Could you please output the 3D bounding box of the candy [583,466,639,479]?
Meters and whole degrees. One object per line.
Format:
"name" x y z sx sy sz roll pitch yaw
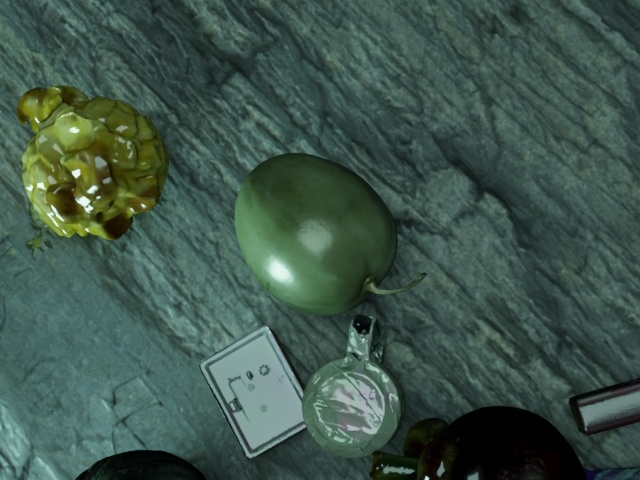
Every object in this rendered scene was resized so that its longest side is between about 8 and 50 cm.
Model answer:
"candy" 0.531 0.429 1.708 0.275 0.070 0.145 -9 71 9

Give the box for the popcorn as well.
"popcorn" -0.417 -0.141 1.861 0.332 0.225 0.265 37 106 21

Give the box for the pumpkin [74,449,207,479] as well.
"pumpkin" -0.300 0.500 1.695 0.323 0.241 0.323 -30 44 35

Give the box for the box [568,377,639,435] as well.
"box" 0.527 0.259 1.709 0.224 0.120 0.069 -16 83 4

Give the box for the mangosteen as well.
"mangosteen" 0.267 0.391 1.626 0.297 0.313 0.297 -25 38 21

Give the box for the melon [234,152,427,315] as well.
"melon" -0.009 -0.010 1.762 0.271 0.272 0.308 -36 45 1

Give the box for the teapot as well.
"teapot" 0.056 0.247 1.752 0.163 0.178 0.222 -19 82 10

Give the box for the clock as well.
"clock" -0.103 0.264 1.820 0.147 0.071 0.192 -31 78 2
